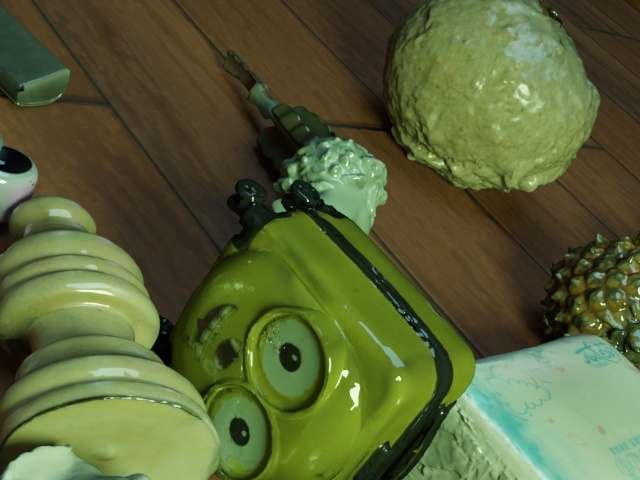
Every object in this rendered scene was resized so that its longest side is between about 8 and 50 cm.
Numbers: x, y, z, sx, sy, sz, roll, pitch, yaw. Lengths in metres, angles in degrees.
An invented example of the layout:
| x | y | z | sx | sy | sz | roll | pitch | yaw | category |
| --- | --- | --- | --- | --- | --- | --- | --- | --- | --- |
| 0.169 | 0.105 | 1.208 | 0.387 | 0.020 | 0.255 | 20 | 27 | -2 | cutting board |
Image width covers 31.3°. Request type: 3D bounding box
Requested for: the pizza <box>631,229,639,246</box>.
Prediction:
| x | y | z | sx | sy | sz | roll | pitch | yaw | category |
| --- | --- | --- | --- | --- | --- | --- | --- | --- | --- |
| 0.480 | 0.058 | 1.521 | 0.305 | 0.085 | 0.161 | -2 | 63 | -42 | pizza |

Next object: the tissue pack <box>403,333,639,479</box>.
| x | y | z | sx | sy | sz | roll | pitch | yaw | category |
| --- | --- | --- | --- | --- | --- | --- | --- | --- | --- |
| 0.211 | 0.192 | 1.012 | 0.271 | 0.124 | 0.201 | -6 | 48 | -49 | tissue pack |

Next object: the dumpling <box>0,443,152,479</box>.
| x | y | z | sx | sy | sz | roll | pitch | yaw | category |
| --- | --- | --- | --- | --- | --- | --- | --- | --- | --- |
| -0.131 | 0.186 | 0.704 | 0.188 | 0.108 | 0.127 | 42 | 20 | -41 | dumpling |

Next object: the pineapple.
| x | y | z | sx | sy | sz | roll | pitch | yaw | category |
| --- | --- | --- | --- | --- | --- | --- | --- | --- | --- |
| 0.327 | 0.081 | 1.260 | 0.166 | 0.166 | 0.193 | 25 | 16 | -9 | pineapple |

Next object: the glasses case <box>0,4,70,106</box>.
| x | y | z | sx | sy | sz | roll | pitch | yaw | category |
| --- | --- | --- | --- | --- | --- | --- | --- | --- | --- |
| -0.353 | -0.214 | 1.228 | 0.190 | 0.042 | 0.072 | 43 | 37 | 22 | glasses case |

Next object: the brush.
| x | y | z | sx | sy | sz | roll | pitch | yaw | category |
| --- | --- | --- | --- | --- | --- | --- | --- | --- | --- |
| -0.052 | -0.150 | 1.375 | 0.071 | 0.084 | 0.301 | 7 | 30 | -35 | brush |

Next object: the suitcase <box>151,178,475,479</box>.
| x | y | z | sx | sy | sz | roll | pitch | yaw | category |
| --- | --- | --- | --- | --- | --- | --- | --- | --- | --- |
| -0.019 | 0.091 | 0.881 | 0.143 | 0.194 | 0.235 | -1 | 42 | -53 | suitcase |

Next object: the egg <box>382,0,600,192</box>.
| x | y | z | sx | sy | sz | roll | pitch | yaw | category |
| --- | --- | --- | --- | --- | --- | --- | --- | --- | --- |
| 0.219 | -0.206 | 1.527 | 0.279 | 0.279 | 0.310 | 0 | 41 | -43 | egg |

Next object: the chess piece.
| x | y | z | sx | sy | sz | roll | pitch | yaw | category |
| --- | --- | --- | --- | --- | --- | --- | --- | --- | --- |
| -0.181 | 0.061 | 0.876 | 0.139 | 0.124 | 0.307 | -23 | 39 | -3 | chess piece |

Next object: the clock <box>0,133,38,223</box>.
| x | y | z | sx | sy | sz | roll | pitch | yaw | category |
| --- | --- | --- | --- | --- | --- | --- | --- | --- | --- |
| -0.376 | -0.078 | 0.939 | 0.227 | 0.090 | 0.248 | 43 | 29 | 23 | clock |

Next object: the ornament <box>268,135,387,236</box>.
| x | y | z | sx | sy | sz | roll | pitch | yaw | category |
| --- | --- | --- | --- | --- | --- | --- | --- | --- | --- |
| -0.002 | -0.010 | 1.134 | 0.120 | 0.130 | 0.285 | 15 | 29 | 1 | ornament |
